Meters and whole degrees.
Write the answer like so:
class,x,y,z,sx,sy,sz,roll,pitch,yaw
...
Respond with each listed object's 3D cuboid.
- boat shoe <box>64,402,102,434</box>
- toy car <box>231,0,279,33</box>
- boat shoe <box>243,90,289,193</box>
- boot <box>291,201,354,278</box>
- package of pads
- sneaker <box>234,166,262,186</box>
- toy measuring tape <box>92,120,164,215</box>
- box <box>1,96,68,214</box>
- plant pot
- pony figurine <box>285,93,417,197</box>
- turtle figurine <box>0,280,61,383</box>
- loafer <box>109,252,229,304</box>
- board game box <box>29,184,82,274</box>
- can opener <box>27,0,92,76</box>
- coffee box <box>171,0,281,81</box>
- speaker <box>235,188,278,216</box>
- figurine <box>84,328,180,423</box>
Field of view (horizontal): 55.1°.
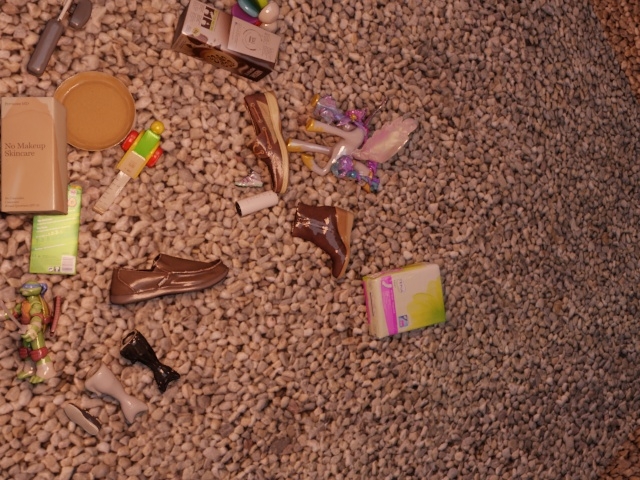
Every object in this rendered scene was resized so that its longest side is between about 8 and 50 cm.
class,x,y,z,sx,sy,sz,roll,pitch,yaw
boat shoe,-0.694,0.517,1.799,0.046,0.038,0.125,-40,104,24
toy car,-0.221,-0.724,1.940,0.136,0.182,0.159,-36,86,-14
boat shoe,-0.183,-0.314,1.995,0.123,0.123,0.342,-9,90,-16
boot,0.000,0.000,2.108,0.207,0.090,0.248,8,88,-12
package of pads,0.304,0.207,2.223,0.296,0.101,0.229,-10,95,-25
sneaker,-0.238,-0.209,2.010,0.098,0.038,0.069,-2,89,-34
toy measuring tape,-0.571,-0.224,1.839,0.121,0.121,0.330,35,99,-21
box,-0.782,-0.227,1.682,0.148,0.121,0.311,-3,87,-6
plant pot,-0.660,-0.374,1.790,0.236,0.032,0.236,1,85,-11
pony figurine,0.108,-0.339,2.067,0.363,0.303,0.351,24,112,-26
turtle figurine,-0.829,0.256,1.655,0.198,0.274,0.266,-7,99,10
loafer,-0.456,0.099,1.854,0.366,0.134,0.130,-12,95,-24
board game box,-0.762,-0.034,1.768,0.124,0.039,0.259,4,90,-24
can opener,-0.747,-0.592,1.752,0.093,0.074,0.280,29,79,-23
coffee box,-0.293,-0.615,1.910,0.297,0.168,0.119,16,84,-23
speaker,-0.210,-0.124,2.011,0.136,0.055,0.055,-21,99,-23
figurine,-0.560,0.414,1.839,0.215,0.092,0.209,-45,111,-17
